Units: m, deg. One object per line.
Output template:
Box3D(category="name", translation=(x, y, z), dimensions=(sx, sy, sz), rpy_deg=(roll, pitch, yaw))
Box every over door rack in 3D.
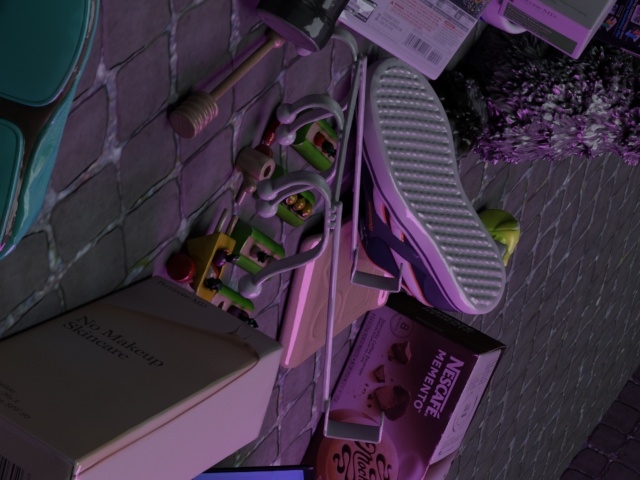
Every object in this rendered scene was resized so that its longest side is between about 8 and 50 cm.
Box3D(category="over door rack", translation=(0.000, 0.000, 1.449), dimensions=(0.239, 0.108, 0.324), rpy_deg=(-79, 162, -48))

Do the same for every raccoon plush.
Box3D(category="raccoon plush", translation=(0.312, -0.124, 1.942), dimensions=(0.446, 0.299, 0.216), rpy_deg=(-47, 154, -32))

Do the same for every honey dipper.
Box3D(category="honey dipper", translation=(-0.080, -0.149, 1.408), dimensions=(0.160, 0.030, 0.030), rpy_deg=(-50, 156, -37))

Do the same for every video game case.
Box3D(category="video game case", translation=(0.102, -0.268, 1.537), dimensions=(0.190, 0.022, 0.173), rpy_deg=(26, 104, -43))

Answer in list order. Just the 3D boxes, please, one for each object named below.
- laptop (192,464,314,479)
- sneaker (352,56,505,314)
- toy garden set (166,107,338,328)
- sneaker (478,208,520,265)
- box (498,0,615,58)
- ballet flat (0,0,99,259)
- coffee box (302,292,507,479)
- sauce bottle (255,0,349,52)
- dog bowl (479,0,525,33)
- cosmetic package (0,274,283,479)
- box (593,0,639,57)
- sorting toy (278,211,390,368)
Box3D(category="laptop", translation=(-0.134, 0.375, 1.760), dimensions=(0.264, 0.137, 0.234), rpy_deg=(-49, 154, -30))
Box3D(category="sneaker", translation=(0.090, -0.053, 1.746), dimensions=(0.126, 0.127, 0.321), rpy_deg=(-41, 117, -36))
Box3D(category="toy garden set", translation=(-0.055, -0.022, 1.581), dimensions=(0.244, 0.049, 0.204), rpy_deg=(-61, 159, -3))
Box3D(category="sneaker", translation=(0.214, 0.057, 2.220), dimensions=(0.240, 0.091, 0.126), rpy_deg=(-40, 150, -45))
Box3D(category="box", translation=(0.256, -0.264, 1.612), dimensions=(0.102, 0.101, 0.087), rpy_deg=(-57, 174, -14))
Box3D(category="ballet flat", translation=(-0.215, -0.102, 1.111), dimensions=(0.087, 0.083, 0.247), rpy_deg=(-75, -175, -73))
Box3D(category="coffee box", translation=(0.106, 0.239, 2.092), dimensions=(0.119, 0.168, 0.297), rpy_deg=(-4, 120, -65))
Box3D(category="sauce bottle", translation=(0.062, -0.328, 1.395), dimensions=(0.344, 0.111, 0.111), rpy_deg=(-58, 158, -4))
Box3D(category="dog bowl", translation=(0.223, -0.369, 1.714), dimensions=(0.265, 0.104, 0.265), rpy_deg=(-47, 154, -31))
Box3D(category="cosmetic package", translation=(-0.185, 0.146, 1.344), dimensions=(0.309, 0.160, 0.113), rpy_deg=(-28, 140, -57))
Box3D(category="box", translation=(0.354, -0.317, 1.688), dimensions=(0.051, 0.175, 0.220), rpy_deg=(-17, 131, -64))
Box3D(category="sorting toy", translation=(0.026, 0.037, 1.860), dimensions=(0.208, 0.038, 0.193), rpy_deg=(-29, 142, -47))
